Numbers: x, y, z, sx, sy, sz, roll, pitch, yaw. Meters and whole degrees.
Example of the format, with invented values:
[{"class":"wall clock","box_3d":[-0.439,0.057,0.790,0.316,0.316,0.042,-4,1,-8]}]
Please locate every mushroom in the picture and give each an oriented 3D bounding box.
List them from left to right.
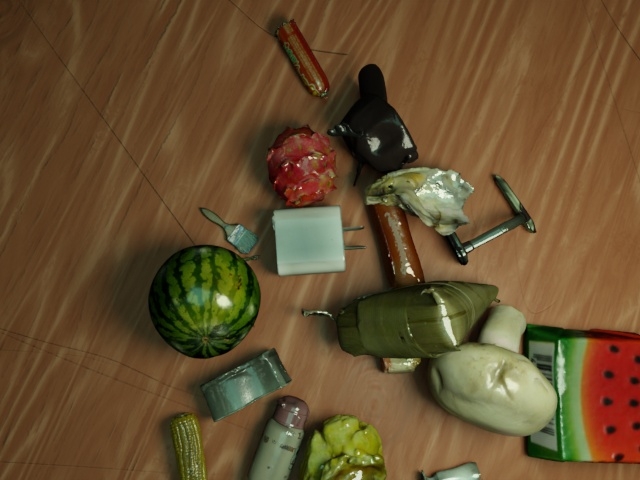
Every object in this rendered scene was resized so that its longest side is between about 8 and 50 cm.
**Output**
[{"class":"mushroom","box_3d":[0.433,0.362,1.311,0.315,0.356,0.315,3,101,15]}]

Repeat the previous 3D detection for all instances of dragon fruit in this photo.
[{"class":"dragon fruit","box_3d":[-0.054,-0.223,1.423,0.210,0.205,0.268,22,53,-33]}]

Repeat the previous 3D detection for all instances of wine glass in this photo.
[{"class":"wine glass","box_3d":[0.348,0.641,1.362,0.156,0.072,0.072,-7,82,-1]}]

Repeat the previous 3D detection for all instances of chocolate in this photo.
[{"class":"chocolate","box_3d":[0.737,0.411,1.354,0.342,0.161,0.360,3,81,-4]}]

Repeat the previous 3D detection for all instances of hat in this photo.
[{"class":"hat","box_3d":[0.112,-0.314,1.428,0.209,0.238,0.336,-21,68,-2]}]

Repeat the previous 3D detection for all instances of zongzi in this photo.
[{"class":"zongzi","box_3d":[0.219,0.201,1.369,0.447,0.418,0.181,-12,90,38]}]

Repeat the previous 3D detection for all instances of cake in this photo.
[{"class":"cake","box_3d":[0.213,0.257,1.409,0.110,0.090,0.225,-5,80,3]}]

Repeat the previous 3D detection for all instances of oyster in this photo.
[{"class":"oyster","box_3d":[0.280,-0.110,1.380,0.271,0.100,0.275,35,48,16]}]

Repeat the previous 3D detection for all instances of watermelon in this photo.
[{"class":"watermelon","box_3d":[-0.296,0.153,1.317,0.285,0.285,0.285,0,81,-1]}]

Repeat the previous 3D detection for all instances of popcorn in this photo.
[{"class":"popcorn","box_3d":[0.058,0.588,1.285,0.224,0.270,0.257,9,126,4]}]

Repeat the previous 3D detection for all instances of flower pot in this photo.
[{"class":"flower pot","box_3d":[-0.202,0.388,1.373,0.229,0.103,0.108,-28,82,-4]}]

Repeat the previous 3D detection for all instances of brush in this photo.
[{"class":"brush","box_3d":[-0.274,-0.038,1.480,0.196,0.021,0.070,36,83,7]}]

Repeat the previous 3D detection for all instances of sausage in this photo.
[{"class":"sausage","box_3d":[-0.044,-0.534,1.529,0.083,0.083,0.263,-29,84,-5]},{"class":"sausage","box_3d":[0.212,-0.006,1.444,0.102,0.102,0.330,-14,81,-3]}]

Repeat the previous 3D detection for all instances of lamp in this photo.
[{"class":"lamp","box_3d":[0.468,-0.069,1.448,0.283,0.124,0.203,-25,73,-7]}]

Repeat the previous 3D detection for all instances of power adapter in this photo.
[{"class":"power adapter","box_3d":[0.000,0.000,1.427,0.255,0.124,0.186,-5,83,-2]}]

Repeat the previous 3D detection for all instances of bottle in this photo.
[{"class":"bottle","box_3d":[-0.104,0.531,1.349,0.110,0.110,0.233,21,81,2]}]

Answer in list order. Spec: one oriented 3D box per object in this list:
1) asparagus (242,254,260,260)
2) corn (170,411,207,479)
[{"class":"asparagus","box_3d":[-0.231,0.054,1.467,0.114,0.015,0.014,-5,47,-4]},{"class":"corn","box_3d":[-0.346,0.576,1.354,0.080,0.080,0.231,-13,81,-3]}]
